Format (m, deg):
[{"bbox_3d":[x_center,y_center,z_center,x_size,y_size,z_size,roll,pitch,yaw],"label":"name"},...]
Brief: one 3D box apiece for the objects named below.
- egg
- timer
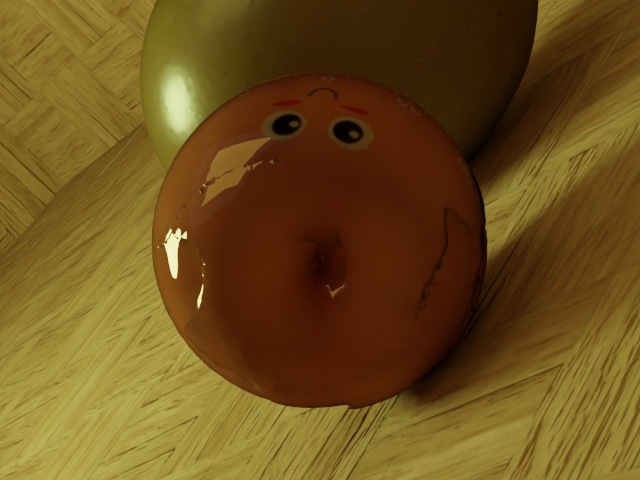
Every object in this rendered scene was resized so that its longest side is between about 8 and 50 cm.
[{"bbox_3d":[0.018,-0.169,1.530,0.374,0.301,0.301,-40,12,-3],"label":"egg"},{"bbox_3d":[0.000,0.000,1.207,0.229,0.229,0.215,-43,9,12],"label":"timer"}]
